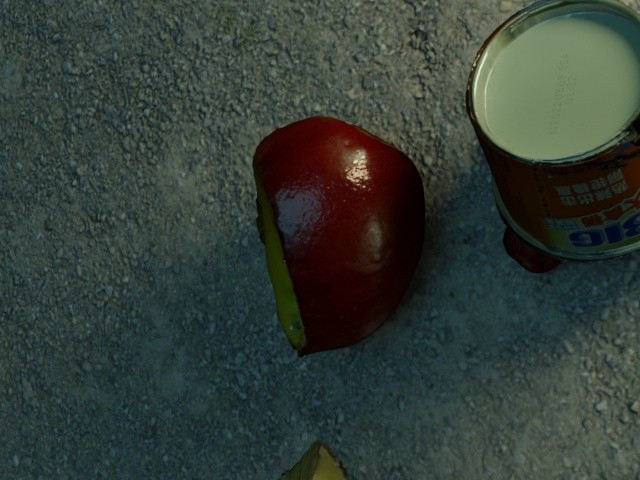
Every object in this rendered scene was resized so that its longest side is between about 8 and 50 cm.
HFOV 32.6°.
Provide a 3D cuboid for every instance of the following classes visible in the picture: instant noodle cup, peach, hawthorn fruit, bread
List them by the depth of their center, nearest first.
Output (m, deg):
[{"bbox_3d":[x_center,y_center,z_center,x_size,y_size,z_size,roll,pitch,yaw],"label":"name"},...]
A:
[{"bbox_3d":[0.315,-0.144,1.329,0.296,0.214,0.296,-11,63,23],"label":"instant noodle cup"},{"bbox_3d":[0.290,0.001,1.460,0.093,0.093,0.093,-3,85,32],"label":"hawthorn fruit"},{"bbox_3d":[0.000,0.000,1.543,0.281,0.281,0.338,32,103,30],"label":"peach"},{"bbox_3d":[-0.081,0.423,1.608,0.240,0.178,0.135,-47,66,23],"label":"bread"}]
